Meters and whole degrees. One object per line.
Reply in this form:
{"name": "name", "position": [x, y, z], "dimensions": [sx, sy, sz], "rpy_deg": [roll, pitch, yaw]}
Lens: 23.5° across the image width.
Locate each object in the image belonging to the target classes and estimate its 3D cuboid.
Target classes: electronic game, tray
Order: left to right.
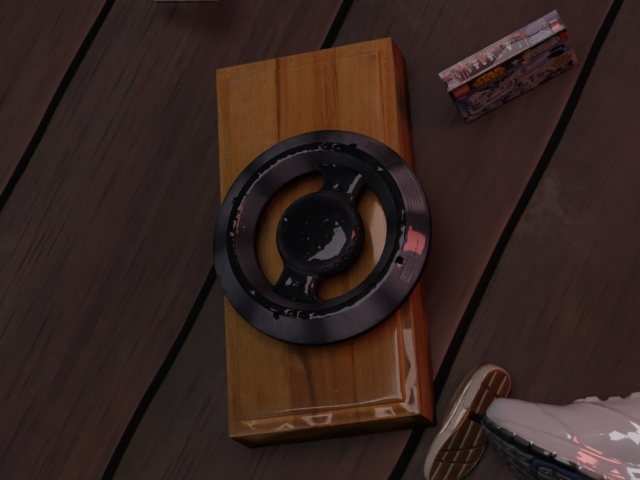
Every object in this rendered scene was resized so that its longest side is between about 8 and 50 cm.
{"name": "electronic game", "position": [0.000, -0.005, 1.556], "dimensions": [0.229, 0.048, 0.229], "rpy_deg": [-6, 70, 15]}
{"name": "tray", "position": [0.000, 0.000, 1.621], "dimensions": [0.203, 0.076, 0.411], "rpy_deg": [-9, 71, 16]}

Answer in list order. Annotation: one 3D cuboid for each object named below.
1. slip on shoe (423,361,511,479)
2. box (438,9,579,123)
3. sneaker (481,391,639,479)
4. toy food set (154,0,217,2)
{"name": "slip on shoe", "position": [0.141, 0.182, 1.536], "dimensions": [0.135, 0.051, 0.041], "rpy_deg": [-64, 27, 1]}
{"name": "box", "position": [0.197, -0.179, 1.602], "dimensions": [0.137, 0.094, 0.027], "rpy_deg": [-28, 67, 7]}
{"name": "sneaker", "position": [0.300, 0.197, 1.459], "dimensions": [0.297, 0.111, 0.129], "rpy_deg": [14, 62, 18]}
{"name": "toy food set", "position": [-0.113, -0.354, 1.780], "dimensions": [0.128, 0.071, 0.218], "rpy_deg": [-2, 69, 43]}
